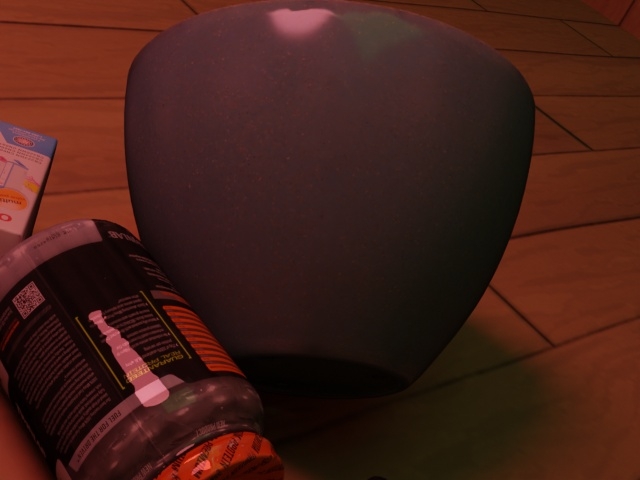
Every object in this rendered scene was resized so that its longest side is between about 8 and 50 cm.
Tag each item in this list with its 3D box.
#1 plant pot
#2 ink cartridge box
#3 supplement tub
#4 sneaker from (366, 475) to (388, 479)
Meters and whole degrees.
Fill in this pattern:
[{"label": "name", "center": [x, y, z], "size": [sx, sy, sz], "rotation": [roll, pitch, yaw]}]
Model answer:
[{"label": "plant pot", "center": [0.000, 0.000, 0.666], "size": [0.290, 0.290, 0.196], "rotation": [13, 69, -22]}, {"label": "ink cartridge box", "center": [-0.238, -0.011, 0.635], "size": [0.092, 0.090, 0.143], "rotation": [17, 30, -15]}, {"label": "supplement tub", "center": [-0.110, 0.086, 0.555], "size": [0.117, 0.117, 0.190], "rotation": [-6, 43, -43]}, {"label": "sneaker", "center": [0.114, 0.197, 0.586], "size": [0.234, 0.084, 0.097], "rotation": [21, 29, -8]}]
